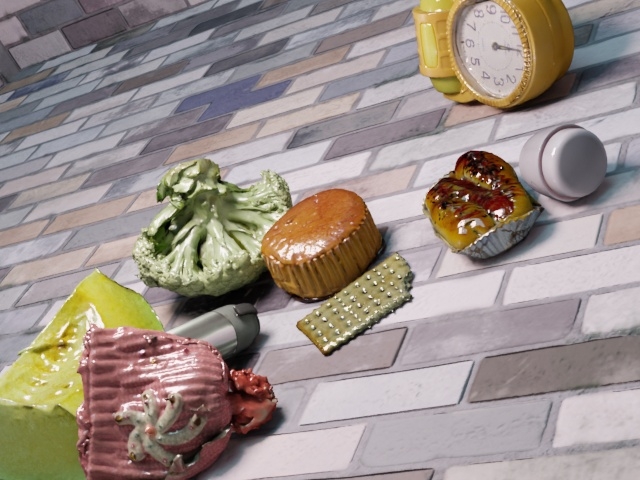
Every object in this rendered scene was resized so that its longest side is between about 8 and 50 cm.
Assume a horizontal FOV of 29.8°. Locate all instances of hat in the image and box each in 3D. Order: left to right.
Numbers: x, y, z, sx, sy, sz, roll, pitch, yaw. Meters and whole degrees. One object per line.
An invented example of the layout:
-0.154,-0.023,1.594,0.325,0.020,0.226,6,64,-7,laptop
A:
-0.201,0.232,1.694,0.286,0.236,0.107,-1,-8,-7,hat

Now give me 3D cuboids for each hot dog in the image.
0.245,-0.058,1.883,0.163,0.082,0.270,-30,26,3,hot dog

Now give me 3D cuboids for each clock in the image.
0.325,-0.375,2.210,0.200,0.244,0.317,-24,24,-26,clock

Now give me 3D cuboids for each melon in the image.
-0.375,0.207,1.888,0.331,0.226,0.343,-11,22,27,melon

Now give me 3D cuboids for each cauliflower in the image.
-0.202,-0.031,2.100,0.272,0.250,0.275,-9,27,33,cauliflower

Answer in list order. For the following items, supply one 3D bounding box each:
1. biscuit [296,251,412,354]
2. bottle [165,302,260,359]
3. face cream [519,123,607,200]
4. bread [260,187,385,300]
0.064,0.097,1.859,0.203,0.016,0.144,-34,25,-7,biscuit
-0.195,0.159,1.849,0.254,0.079,0.096,-21,-30,-46,bottle
0.367,-0.118,1.825,0.117,0.117,0.104,-38,18,-18,face cream
-0.001,0.000,1.986,0.199,0.104,0.199,-18,33,12,bread
